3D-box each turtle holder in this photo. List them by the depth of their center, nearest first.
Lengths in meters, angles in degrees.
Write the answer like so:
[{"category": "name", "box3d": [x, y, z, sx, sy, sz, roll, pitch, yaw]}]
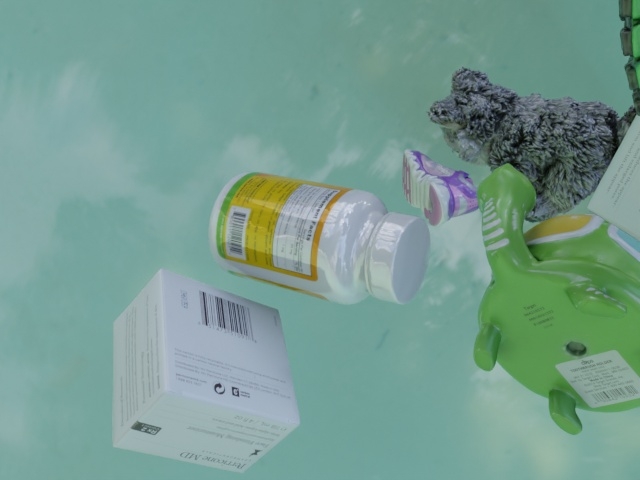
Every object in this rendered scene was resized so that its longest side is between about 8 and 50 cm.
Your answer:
[{"category": "turtle holder", "box3d": [0.315, 0.070, 0.967, 0.320, 0.243, 0.227, 26, 47, 6]}]

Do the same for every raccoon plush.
[{"category": "raccoon plush", "box3d": [0.410, -0.242, 1.301, 0.299, 0.446, 0.216, 46, 37, -8]}]

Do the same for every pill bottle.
[{"category": "pill bottle", "box3d": [0.000, 0.000, 0.891, 0.246, 0.136, 0.136, 13, 35, 30]}]

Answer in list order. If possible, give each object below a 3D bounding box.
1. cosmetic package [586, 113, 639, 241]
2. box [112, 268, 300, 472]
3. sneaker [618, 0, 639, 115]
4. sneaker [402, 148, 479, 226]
[{"category": "cosmetic package", "box3d": [0.371, -0.041, 0.654, 0.151, 0.151, 0.183, 19, 16, -18]}, {"category": "box", "box3d": [-0.140, 0.157, 0.886, 0.181, 0.119, 0.182, 23, 35, -33]}, {"category": "sneaker", "box3d": [0.246, -0.193, 0.411, 0.146, 0.343, 0.134, 6, 39, 21]}, {"category": "sneaker", "box3d": [0.218, -0.101, 1.348, 0.105, 0.095, 0.236, -10, 28, -9]}]
